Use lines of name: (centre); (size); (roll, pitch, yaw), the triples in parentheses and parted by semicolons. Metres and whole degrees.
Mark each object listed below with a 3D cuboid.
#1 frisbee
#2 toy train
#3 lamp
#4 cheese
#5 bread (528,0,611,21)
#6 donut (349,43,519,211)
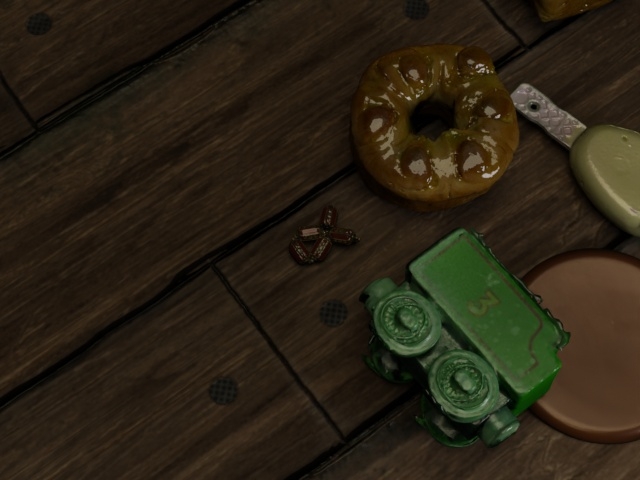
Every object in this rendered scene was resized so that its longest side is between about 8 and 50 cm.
frisbee: (0.344, 0.125, 1.508); (0.251, 0.021, 0.251); (0, 70, 0)
toy train: (0.167, 0.119, 1.444); (0.188, 0.132, 0.243); (-34, 69, -14)
lamp: (0.000, 0.000, 1.550); (0.083, 0.031, 0.063); (-35, 71, -9)
cheese: (0.352, -0.120, 1.586); (0.255, 0.050, 0.127); (42, 74, 14)
bread: (0.315, -0.449, 1.674); (0.167, 0.132, 0.294); (-23, 72, -2)
donut: (0.141, -0.144, 1.561); (0.226, 0.114, 0.226); (0, 69, 0)
